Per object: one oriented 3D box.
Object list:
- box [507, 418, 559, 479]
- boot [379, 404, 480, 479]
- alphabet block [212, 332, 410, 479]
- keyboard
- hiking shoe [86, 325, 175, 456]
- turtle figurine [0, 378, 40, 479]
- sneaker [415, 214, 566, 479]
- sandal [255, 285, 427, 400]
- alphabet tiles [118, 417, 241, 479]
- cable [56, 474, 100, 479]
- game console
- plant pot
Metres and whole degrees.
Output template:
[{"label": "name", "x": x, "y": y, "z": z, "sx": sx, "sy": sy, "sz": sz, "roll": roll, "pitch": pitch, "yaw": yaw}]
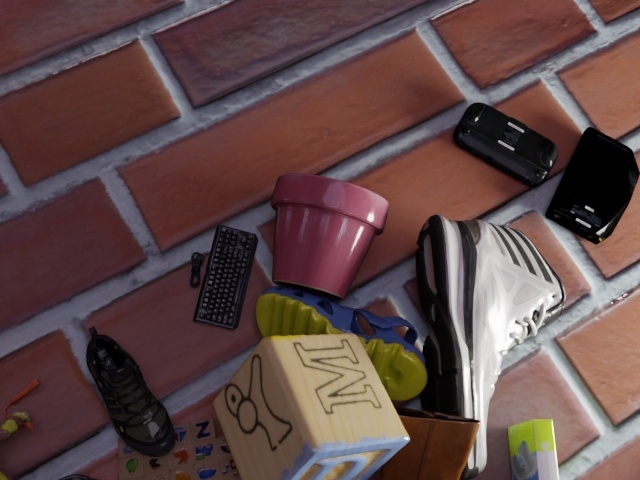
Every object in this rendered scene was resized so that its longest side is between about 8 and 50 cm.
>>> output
[{"label": "box", "x": 0.355, "y": 0.392, "z": 1.425, "sx": 0.043, "sy": 0.109, "sz": 0.178, "roll": 3, "pitch": 70, "yaw": -12}, {"label": "boot", "x": 0.207, "y": 0.407, "z": 1.349, "sx": 0.264, "sy": 0.096, "sz": 0.280, "roll": 13, "pitch": 98, "yaw": 10}, {"label": "alphabet block", "x": -0.020, "y": 0.274, "z": 1.313, "sx": 0.194, "sy": 0.192, "sz": 0.197, "roll": 5, "pitch": 46, "yaw": -40}, {"label": "keyboard", "x": -0.179, "y": 0.060, "z": 1.511, "sx": 0.108, "sy": 0.023, "sz": 0.180, "roll": 13, "pitch": 68, "yaw": -4}, {"label": "hiking shoe", "x": -0.312, "y": 0.244, "z": 1.366, "sx": 0.086, "sy": 0.114, "sz": 0.227, "roll": -35, "pitch": 71, "yaw": -16}, {"label": "turtle figurine", "x": -0.509, "y": 0.345, "z": 1.309, "sx": 0.270, "sy": 0.087, "sz": 0.217, "roll": -35, "pitch": 69, "yaw": -20}, {"label": "sneaker", "x": 0.311, "y": 0.176, "z": 1.466, "sx": 0.258, "sy": 0.169, "sz": 0.447, "roll": 3, "pitch": 76, "yaw": -14}, {"label": "sandal", "x": 0.040, "y": 0.161, "z": 1.472, "sx": 0.318, "sy": 0.126, "sz": 0.138, "roll": 24, "pitch": 32, "yaw": 8}, {"label": "alphabet tiles", "x": -0.195, "y": 0.368, "z": 1.344, "sx": 0.237, "sy": 0.009, "sz": 0.198, "roll": -11, "pitch": 46, "yaw": -4}, {"label": "cable", "x": -0.385, "y": 0.441, "z": 1.336, "sx": 0.185, "sy": 0.047, "sz": 0.150, "roll": -30, "pitch": 73, "yaw": -13}, {"label": "game console", "x": 0.437, "y": -0.160, "z": 1.672, "sx": 0.361, "sy": 0.044, "sz": 0.213, "roll": 30, "pitch": 67, "yaw": 2}, {"label": "plant pot", "x": 0.000, "y": 0.000, "z": 1.475, "sx": 0.202, "sy": 0.201, "sz": 0.180, "roll": 15, "pitch": 81, "yaw": -3}]
